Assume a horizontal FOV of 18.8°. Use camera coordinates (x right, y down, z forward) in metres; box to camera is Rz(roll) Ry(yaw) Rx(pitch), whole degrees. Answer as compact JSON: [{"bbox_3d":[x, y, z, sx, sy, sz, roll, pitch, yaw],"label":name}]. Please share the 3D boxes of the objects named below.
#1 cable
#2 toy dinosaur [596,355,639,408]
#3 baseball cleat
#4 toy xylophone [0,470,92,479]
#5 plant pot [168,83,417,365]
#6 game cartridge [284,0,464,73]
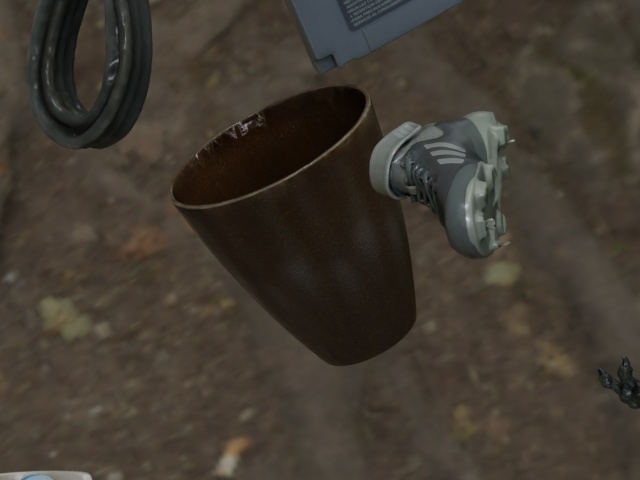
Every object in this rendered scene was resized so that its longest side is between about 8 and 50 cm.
[{"bbox_3d":[-0.102,-0.190,0.914,0.139,0.287,0.072,29,11,23],"label":"cable"},{"bbox_3d":[0.233,0.060,1.116,0.118,0.064,0.268,7,112,-37],"label":"toy dinosaur"},{"bbox_3d":[0.086,-0.036,1.417,0.206,0.109,0.072,-64,145,-67],"label":"baseball cleat"},{"bbox_3d":[-0.345,0.233,1.605,0.323,0.081,0.236,-12,93,-29],"label":"toy xylophone"},{"bbox_3d":[0.000,0.000,1.897,0.215,0.215,0.230,-45,117,-34],"label":"plant pot"},{"bbox_3d":[0.091,-0.327,2.084,0.297,0.062,0.198,-29,123,-6],"label":"game cartridge"}]
